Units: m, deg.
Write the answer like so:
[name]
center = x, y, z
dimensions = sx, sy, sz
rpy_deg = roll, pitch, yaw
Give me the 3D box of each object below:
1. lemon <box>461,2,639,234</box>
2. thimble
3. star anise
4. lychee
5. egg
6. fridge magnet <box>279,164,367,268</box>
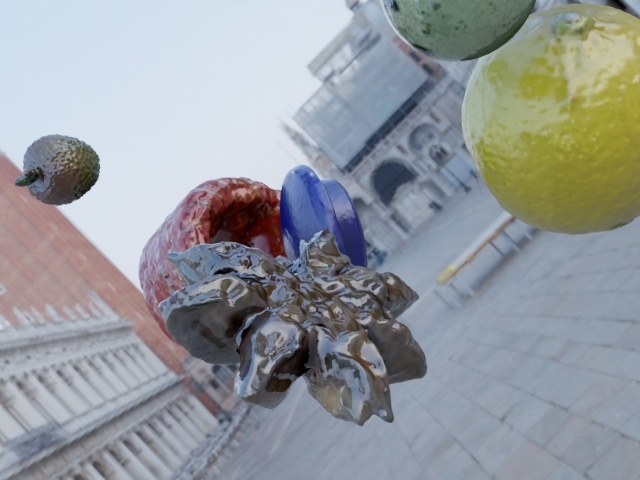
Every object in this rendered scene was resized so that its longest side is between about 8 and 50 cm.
[lemon]
center = 0.359, -0.169, 1.086
dimensions = 0.336, 0.336, 0.336
rpy_deg = -44, -4, -4
[thimble]
center = -0.178, 0.052, 1.522
dimensions = 0.350, 0.350, 0.230
rpy_deg = -41, -4, -47
[star anise]
center = -0.022, 0.073, 0.806
dimensions = 0.315, 0.315, 0.108
rpy_deg = -40, -24, -51
[lychee]
center = -0.407, -0.109, 1.181
dimensions = 0.114, 0.114, 0.146
rpy_deg = -47, -13, 33
[egg]
center = 0.148, -0.303, 0.814
dimensions = 0.177, 0.177, 0.228
rpy_deg = -43, -36, -26
[fridge magnet]
center = 0.000, 0.000, 1.287
dimensions = 0.113, 0.265, 0.265
rpy_deg = -15, -12, -15
